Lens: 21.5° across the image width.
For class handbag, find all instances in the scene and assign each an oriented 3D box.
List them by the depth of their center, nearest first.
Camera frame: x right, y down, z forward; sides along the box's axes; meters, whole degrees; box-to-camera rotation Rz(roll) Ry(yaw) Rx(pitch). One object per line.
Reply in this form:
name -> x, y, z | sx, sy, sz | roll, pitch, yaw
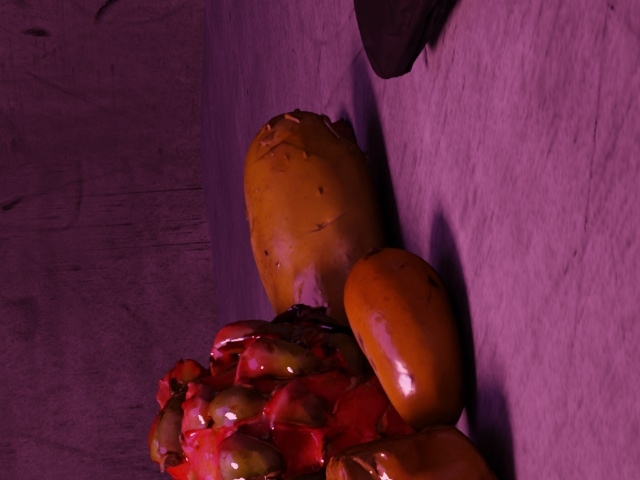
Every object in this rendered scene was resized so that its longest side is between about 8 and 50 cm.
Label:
handbag -> 0.071, -0.259, 1.346 | 0.332, 0.074, 0.192 | 124, 141, -75

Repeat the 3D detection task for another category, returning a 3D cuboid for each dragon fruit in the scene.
dragon fruit -> -0.030, 0.192, 1.570 | 0.302, 0.231, 0.237 | 31, 150, 43

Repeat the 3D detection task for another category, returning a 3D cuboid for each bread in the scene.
bread -> 0.081, 0.297, 1.325 | 0.167, 0.132, 0.294 | 150, 112, -72

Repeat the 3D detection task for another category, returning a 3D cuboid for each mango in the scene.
mango -> 0.074, 0.079, 1.444 | 0.178, 0.090, 0.115 | -108, 4, -47

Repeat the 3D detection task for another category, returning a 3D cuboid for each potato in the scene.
potato -> 0.000, 0.000, 1.746 | 0.173, 0.140, 0.300 | 98, 158, -58

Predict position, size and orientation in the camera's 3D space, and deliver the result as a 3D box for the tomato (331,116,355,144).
tomato -> -0.002, -0.029, 1.965 | 0.225, 0.085, 0.225 | 176, 90, -85
